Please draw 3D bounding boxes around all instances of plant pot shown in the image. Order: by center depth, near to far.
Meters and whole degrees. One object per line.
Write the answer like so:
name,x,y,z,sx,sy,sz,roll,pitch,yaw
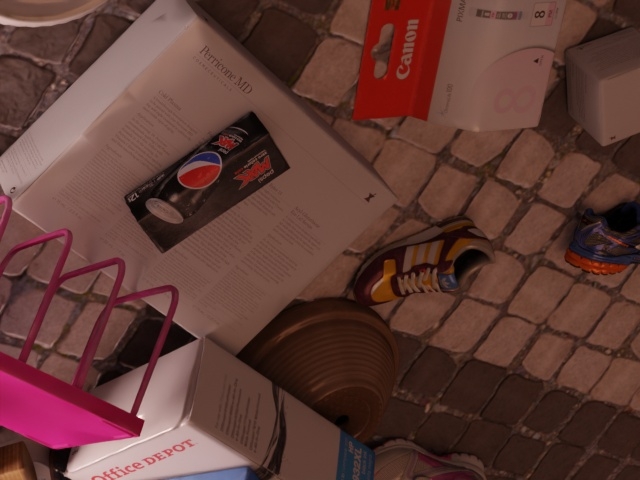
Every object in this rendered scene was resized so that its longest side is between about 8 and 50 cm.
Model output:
plant pot,0.008,0.200,1.998,0.237,0.109,0.237,-15,129,-19

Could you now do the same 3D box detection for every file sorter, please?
file sorter,-0.327,0.075,1.621,0.291,0.202,0.182,30,65,-27

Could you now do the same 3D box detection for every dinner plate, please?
dinner plate,-0.380,0.307,1.938,0.141,0.017,0.141,-15,129,-19

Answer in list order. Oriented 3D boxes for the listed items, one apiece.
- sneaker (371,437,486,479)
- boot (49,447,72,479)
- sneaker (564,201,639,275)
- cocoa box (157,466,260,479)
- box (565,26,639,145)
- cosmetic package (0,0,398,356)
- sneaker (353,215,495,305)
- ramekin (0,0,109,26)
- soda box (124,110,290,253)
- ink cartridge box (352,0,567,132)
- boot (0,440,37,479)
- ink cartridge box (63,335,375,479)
sneaker,0.152,0.355,2.184,0.252,0.111,0.103,9,118,-32
boot,-0.273,0.306,1.963,0.106,0.082,0.219,-43,135,-38
sneaker,0.437,-0.010,2.089,0.221,0.083,0.087,-8,119,-27
cocoa box,-0.202,0.435,1.808,0.347,0.228,0.231,-11,136,19
box,0.367,-0.191,1.911,0.102,0.087,0.101,-21,130,-13
cosmetic package,-0.131,-0.065,1.740,0.284,0.097,0.377,-42,131,9
sneaker,0.131,0.038,1.959,0.185,0.084,0.069,-30,132,-5
ramekin,-0.274,-0.327,1.455,0.273,0.127,0.272,-14,128,-18
soda box,-0.121,-0.062,1.651,0.169,0.053,0.060,-35,131,-2
ink cartridge box,0.166,-0.216,1.813,0.232,0.066,0.189,-10,127,-26
boot,-0.468,0.213,1.772,0.211,0.104,0.295,-16,119,-1
ink cartridge box,-0.117,0.272,1.885,0.223,0.129,0.307,-27,129,36
